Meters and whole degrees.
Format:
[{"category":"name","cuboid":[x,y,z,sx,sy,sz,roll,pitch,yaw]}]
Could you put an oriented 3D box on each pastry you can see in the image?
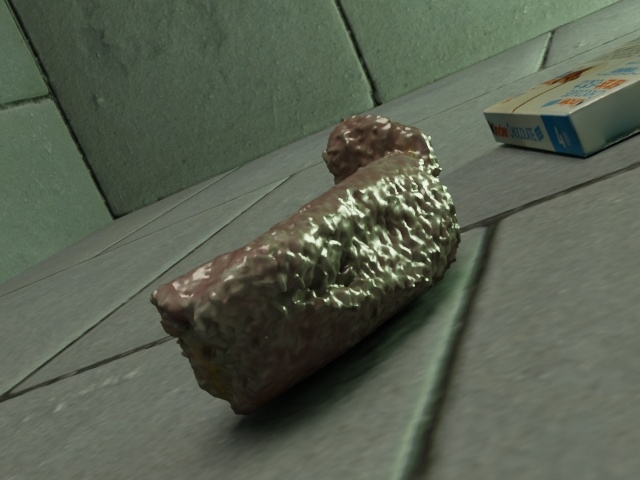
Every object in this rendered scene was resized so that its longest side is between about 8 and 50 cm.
[{"category":"pastry","cuboid":[0.009,0.009,0.538,0.103,0.112,0.265,-28,12,38]}]

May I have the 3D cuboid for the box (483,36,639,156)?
[{"category":"box","cuboid":[0.313,-0.160,0.869,0.265,0.048,0.273,-25,10,0]}]
